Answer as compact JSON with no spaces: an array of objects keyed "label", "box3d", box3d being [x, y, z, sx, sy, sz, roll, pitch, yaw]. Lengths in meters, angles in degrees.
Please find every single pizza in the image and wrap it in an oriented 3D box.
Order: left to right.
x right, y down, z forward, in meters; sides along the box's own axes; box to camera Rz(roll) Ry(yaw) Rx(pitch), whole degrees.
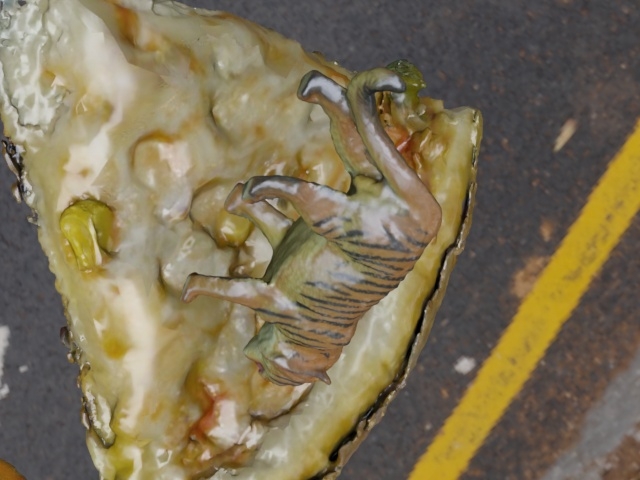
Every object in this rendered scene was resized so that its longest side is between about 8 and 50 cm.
[{"label":"pizza","box3d":[-0.016,-0.002,0.840,0.392,0.080,0.435,-20,105,-36]}]

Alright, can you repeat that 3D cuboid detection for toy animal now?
[{"label":"toy animal","box3d":[0.000,0.000,0.572,0.099,0.057,0.241,27,140,-9]}]

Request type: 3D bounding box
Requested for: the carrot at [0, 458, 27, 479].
[{"label":"carrot","box3d":[-0.269,0.246,0.800,0.061,0.061,0.210,15,115,-36]}]
